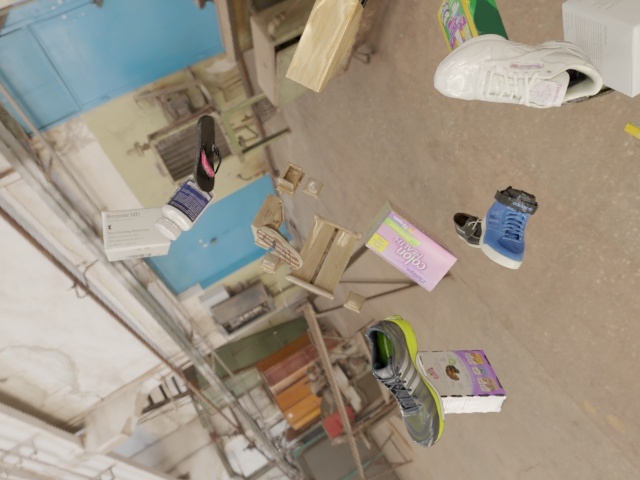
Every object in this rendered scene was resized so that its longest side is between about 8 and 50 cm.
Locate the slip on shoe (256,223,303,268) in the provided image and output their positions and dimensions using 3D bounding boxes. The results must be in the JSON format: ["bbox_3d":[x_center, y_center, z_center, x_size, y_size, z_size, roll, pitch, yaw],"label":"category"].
[{"bbox_3d":[-0.087,0.010,1.117,0.135,0.041,0.051,37,135,18],"label":"slip on shoe"}]

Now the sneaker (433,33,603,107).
[{"bbox_3d":[0.370,-0.310,0.903,0.152,0.306,0.114,-96,2,-49],"label":"sneaker"}]

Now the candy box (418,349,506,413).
[{"bbox_3d":[0.373,0.381,1.320,0.164,0.197,0.070,-99,12,-57],"label":"candy box"}]

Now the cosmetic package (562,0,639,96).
[{"bbox_3d":[0.593,-0.403,0.930,0.151,0.151,0.183,57,-177,-43],"label":"cosmetic package"}]

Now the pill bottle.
[{"bbox_3d":[-0.367,-0.087,1.309,0.094,0.169,0.094,27,156,13],"label":"pill bottle"}]

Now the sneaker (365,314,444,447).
[{"bbox_3d":[0.176,0.315,1.094,0.121,0.111,0.299,7,-126,-47],"label":"sneaker"}]

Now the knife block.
[{"bbox_3d":[0.031,-0.501,1.072,0.088,0.275,0.242,27,152,5],"label":"knife block"}]

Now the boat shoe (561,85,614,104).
[{"bbox_3d":[0.704,-0.414,1.312,0.073,0.224,0.080,-92,-12,-66],"label":"boat shoe"}]

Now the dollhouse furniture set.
[{"bbox_3d":[0.000,0.000,1.366,0.356,0.303,0.174,26,165,3],"label":"dollhouse furniture set"}]

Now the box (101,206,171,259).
[{"bbox_3d":[-0.553,-0.018,1.460,0.182,0.181,0.118,148,113,-67],"label":"box"}]

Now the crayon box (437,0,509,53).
[{"bbox_3d":[0.563,-0.801,1.825,0.363,0.106,0.312,-17,-91,-86],"label":"crayon box"}]

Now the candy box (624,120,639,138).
[{"bbox_3d":[0.878,-0.246,1.206,0.205,0.105,0.027,-120,24,-45],"label":"candy box"}]

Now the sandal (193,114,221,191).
[{"bbox_3d":[-0.241,-0.180,1.051,0.040,0.067,0.179,19,125,14],"label":"sandal"}]

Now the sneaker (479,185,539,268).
[{"bbox_3d":[0.269,-0.027,0.685,0.058,0.152,0.084,24,120,4],"label":"sneaker"}]

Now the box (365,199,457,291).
[{"bbox_3d":[0.245,0.005,1.366,0.214,0.117,0.243,36,-167,-2],"label":"box"}]

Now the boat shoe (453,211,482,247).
[{"bbox_3d":[0.485,-0.035,1.526,0.233,0.084,0.079,-127,13,-72],"label":"boat shoe"}]
